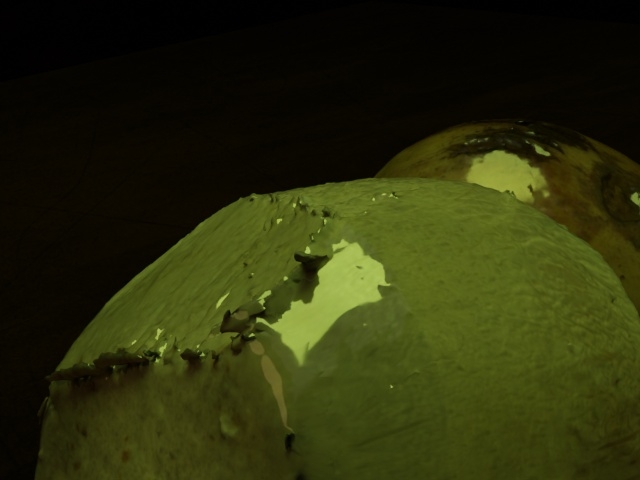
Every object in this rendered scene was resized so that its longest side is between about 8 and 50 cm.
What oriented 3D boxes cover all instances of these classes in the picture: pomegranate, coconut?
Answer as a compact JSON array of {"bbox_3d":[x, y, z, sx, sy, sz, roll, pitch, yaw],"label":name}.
[{"bbox_3d":[0.163,0.052,1.160,0.322,0.322,0.322,-3,18,1],"label":"pomegranate"},{"bbox_3d":[0.031,0.126,0.891,0.360,0.346,0.346,-3,12,-45],"label":"coconut"}]
